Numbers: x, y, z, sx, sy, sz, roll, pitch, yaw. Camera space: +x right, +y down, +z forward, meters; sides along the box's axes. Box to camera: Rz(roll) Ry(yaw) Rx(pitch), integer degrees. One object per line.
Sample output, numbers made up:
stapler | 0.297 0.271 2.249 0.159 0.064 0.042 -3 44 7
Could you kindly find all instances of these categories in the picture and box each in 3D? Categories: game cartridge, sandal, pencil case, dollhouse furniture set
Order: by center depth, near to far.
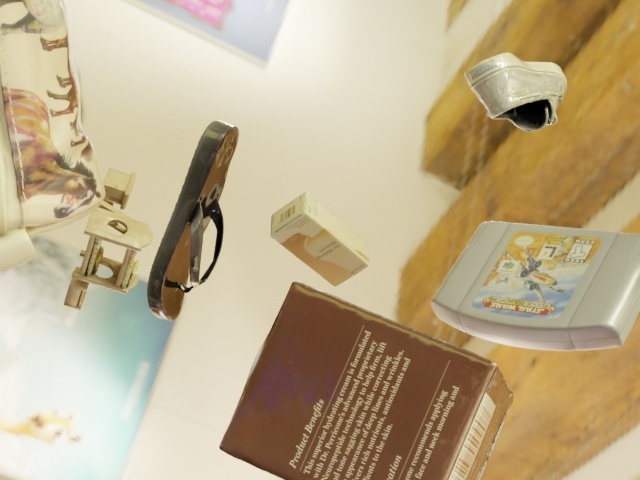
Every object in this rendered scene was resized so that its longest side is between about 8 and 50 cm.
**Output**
pencil case | -0.255 -0.190 0.865 0.183 0.160 0.410 -119 -156 -74
sandal | -0.142 -0.013 1.407 0.097 0.054 0.254 -42 154 -68
game cartridge | 0.311 0.064 1.702 0.297 0.062 0.198 6 -136 39
dollhouse furniture set | -0.329 0.007 1.954 0.161 0.101 0.182 -80 -169 -46

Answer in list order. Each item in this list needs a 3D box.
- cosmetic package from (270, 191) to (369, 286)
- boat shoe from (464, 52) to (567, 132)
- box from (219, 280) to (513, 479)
cosmetic package | 0.000 0.000 1.435 0.060 0.115 0.041 -34 -146 28
boat shoe | 0.243 -0.167 1.449 0.079 0.227 0.081 -25 -102 28
box | 0.049 0.164 1.109 0.168 0.203 0.167 -65 160 -9
